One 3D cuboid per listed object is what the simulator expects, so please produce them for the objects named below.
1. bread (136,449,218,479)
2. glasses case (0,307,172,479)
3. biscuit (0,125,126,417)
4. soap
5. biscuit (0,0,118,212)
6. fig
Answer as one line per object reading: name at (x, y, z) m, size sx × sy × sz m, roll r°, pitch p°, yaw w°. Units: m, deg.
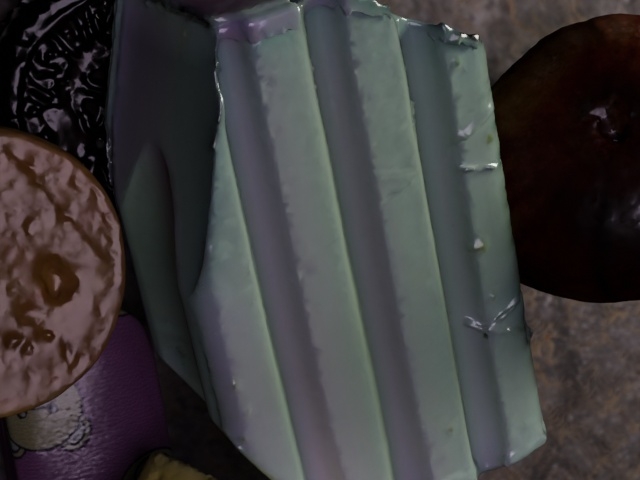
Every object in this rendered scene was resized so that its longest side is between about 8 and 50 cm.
bread at (-0.053, 0.250, 1.493) m, size 0.178 × 0.142 × 0.266 m, roll -34°, pitch 143°, yaw 8°
glasses case at (-0.171, 0.198, 1.501) m, size 0.123 × 0.076 × 0.316 m, roll -15°, pitch 110°, yaw -21°
biscuit at (-0.297, 0.065, 1.364) m, size 0.355 × 0.052 × 0.275 m, roll -42°, pitch 113°, yaw -12°
soap at (0.000, 0.000, 1.437) m, size 0.261 × 0.156 × 0.446 m, roll -24°, pitch 122°, yaw -19°
biscuit at (-0.152, -0.113, 1.435) m, size 0.194 × 0.053 × 0.194 m, roll -7°, pitch 108°, yaw -22°
fig at (0.230, -0.055, 1.533) m, size 0.235 × 0.235 × 0.214 m, roll -15°, pitch 147°, yaw -19°
